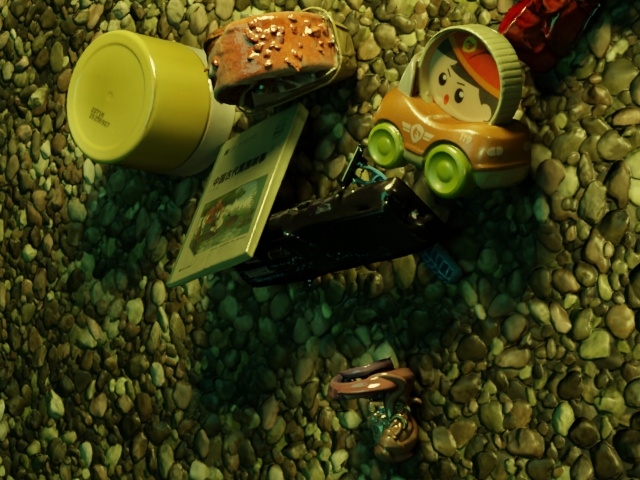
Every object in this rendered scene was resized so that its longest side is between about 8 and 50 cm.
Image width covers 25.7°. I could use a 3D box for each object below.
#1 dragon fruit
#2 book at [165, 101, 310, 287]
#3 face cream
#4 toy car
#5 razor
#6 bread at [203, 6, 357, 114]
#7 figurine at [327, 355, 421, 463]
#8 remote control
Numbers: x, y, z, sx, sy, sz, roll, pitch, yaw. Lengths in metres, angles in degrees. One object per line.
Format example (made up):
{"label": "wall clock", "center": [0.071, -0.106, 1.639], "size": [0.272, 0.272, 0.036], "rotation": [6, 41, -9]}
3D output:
{"label": "dragon fruit", "center": [0.328, -0.314, 1.870], "size": [0.092, 0.122, 0.192], "rotation": [41, 113, -7]}
{"label": "book", "center": [-0.127, -0.066, 2.137], "size": [0.215, 0.025, 0.282], "rotation": [-22, 41, 45]}
{"label": "face cream", "center": [-0.277, -0.221, 2.283], "size": [0.218, 0.179, 0.218], "rotation": [-5, 82, 40]}
{"label": "toy car", "center": [0.185, -0.185, 1.881], "size": [0.235, 0.145, 0.235], "rotation": [13, 108, 44]}
{"label": "razor", "center": [0.121, -0.033, 2.017], "size": [0.253, 0.042, 0.082], "rotation": [51, 135, 30]}
{"label": "bread", "center": [-0.071, -0.275, 2.096], "size": [0.224, 0.212, 0.142], "rotation": [-17, 79, 39]}
{"label": "figurine", "center": [0.094, 0.233, 1.981], "size": [0.114, 0.126, 0.157], "rotation": [-37, 85, -13]}
{"label": "remote control", "center": [0.000, 0.000, 2.026], "size": [0.399, 0.144, 0.062], "rotation": [-17, 39, 47]}
